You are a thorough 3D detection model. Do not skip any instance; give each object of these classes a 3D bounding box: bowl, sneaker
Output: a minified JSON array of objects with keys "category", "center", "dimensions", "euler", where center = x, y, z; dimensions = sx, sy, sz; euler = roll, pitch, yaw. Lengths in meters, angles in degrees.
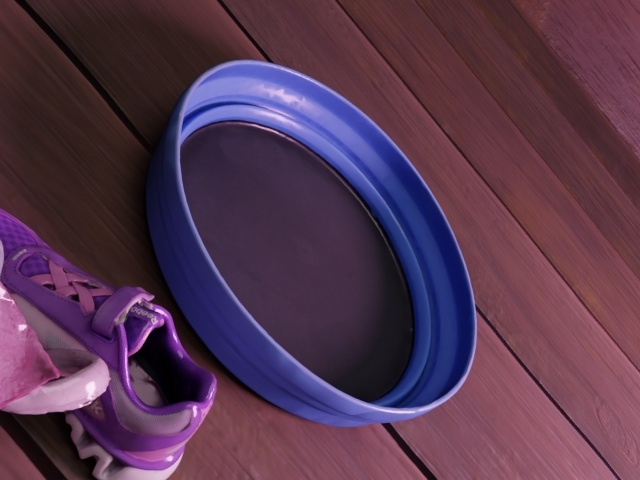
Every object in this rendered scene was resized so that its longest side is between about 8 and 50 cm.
[{"category":"bowl","center":[0.000,0.000,0.765],"dimensions":[0.391,0.077,0.391],"euler":[30,41,-30]},{"category":"sneaker","center":[-0.157,0.056,0.511],"dimensions":[0.236,0.104,0.095],"euler":[48,36,-6]}]

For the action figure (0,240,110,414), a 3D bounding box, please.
[{"category":"action figure","center":[-0.276,0.132,0.283],"dimensions":[0.370,0.248,0.276],"euler":[-88,156,-44]}]
